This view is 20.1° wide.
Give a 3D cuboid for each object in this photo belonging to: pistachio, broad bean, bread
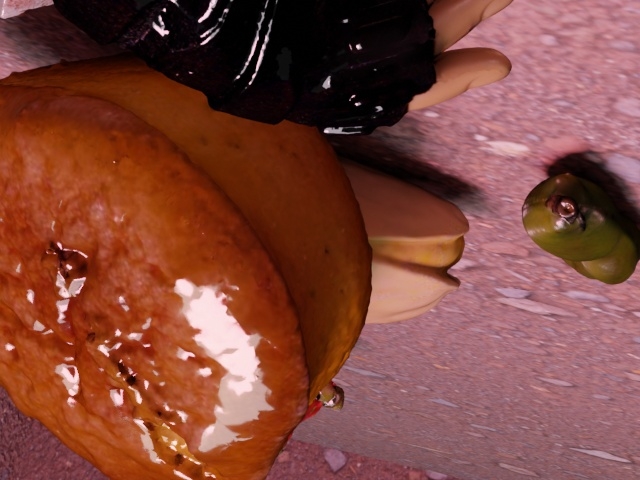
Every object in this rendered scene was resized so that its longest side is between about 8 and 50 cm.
[{"bbox_3d":[0.000,0.000,1.245,0.201,0.117,0.145,19,-169,6],"label":"pistachio"},{"bbox_3d":[0.168,-0.008,1.160,0.070,0.048,0.213,13,171,16],"label":"broad bean"},{"bbox_3d":[-0.108,0.016,1.132,0.312,0.172,0.312,25,135,28],"label":"bread"}]

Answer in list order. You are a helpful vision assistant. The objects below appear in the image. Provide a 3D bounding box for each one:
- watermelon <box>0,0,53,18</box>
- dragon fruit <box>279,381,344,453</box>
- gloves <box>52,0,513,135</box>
[{"bbox_3d":[-0.154,-0.145,0.942,0.085,0.061,0.085,18,178,1],"label":"watermelon"},{"bbox_3d":[-0.056,0.156,1.988,0.166,0.160,0.172,62,153,-7],"label":"dragon fruit"},{"bbox_3d":[-0.008,-0.108,0.816,0.203,0.124,0.164,26,-174,-7],"label":"gloves"}]
